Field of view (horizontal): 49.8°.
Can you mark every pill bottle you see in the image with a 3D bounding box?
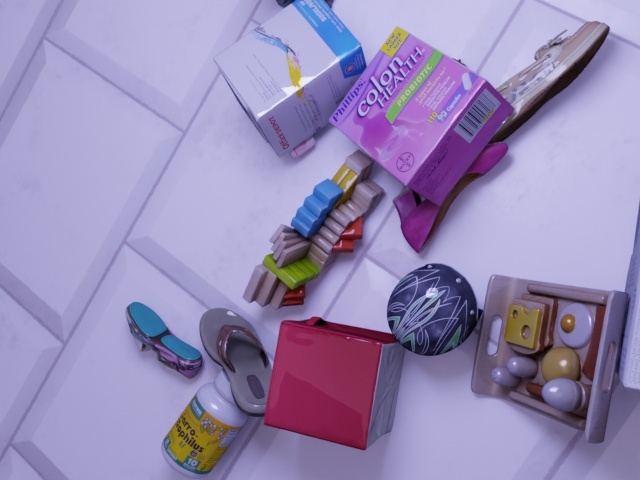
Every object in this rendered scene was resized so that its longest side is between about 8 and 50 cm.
[{"bbox_3d":[-0.219,0.363,1.385,0.117,0.117,0.208,39,100,20],"label":"pill bottle"}]

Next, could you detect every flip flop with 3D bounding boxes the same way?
[{"bbox_3d":[-0.155,0.220,1.336,0.277,0.112,0.080,-124,30,-46],"label":"flip flop"}]

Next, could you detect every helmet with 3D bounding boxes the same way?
[{"bbox_3d":[0.198,0.122,1.214,0.169,0.161,0.169,-2,85,21],"label":"helmet"}]

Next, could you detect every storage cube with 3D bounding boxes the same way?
[{"bbox_3d":[0.032,0.255,1.260,0.193,0.183,0.215,8,88,21],"label":"storage cube"}]

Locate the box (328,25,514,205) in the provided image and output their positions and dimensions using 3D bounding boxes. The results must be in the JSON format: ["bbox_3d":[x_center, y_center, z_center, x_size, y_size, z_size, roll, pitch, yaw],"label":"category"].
[{"bbox_3d":[0.172,-0.224,1.223,0.213,0.117,0.243,-53,49,12],"label":"box"}]

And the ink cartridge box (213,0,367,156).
[{"bbox_3d":[-0.049,-0.313,1.310,0.232,0.171,0.168,-35,70,-1],"label":"ink cartridge box"}]

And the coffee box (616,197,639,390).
[{"bbox_3d":[0.617,0.062,0.959,0.334,0.337,0.338,9,88,22],"label":"coffee box"}]

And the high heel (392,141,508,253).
[{"bbox_3d":[0.247,-0.078,1.250,0.244,0.082,0.117,-29,68,21],"label":"high heel"}]

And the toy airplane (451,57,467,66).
[{"bbox_3d":[0.221,-0.282,1.310,0.151,0.028,0.151,-2,84,23],"label":"toy airplane"}]

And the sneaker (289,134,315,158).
[{"bbox_3d":[-0.052,-0.236,1.407,0.070,0.051,0.134,-27,70,4],"label":"sneaker"}]

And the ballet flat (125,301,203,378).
[{"bbox_3d":[-0.345,0.222,1.477,0.221,0.077,0.079,34,118,20],"label":"ballet flat"}]

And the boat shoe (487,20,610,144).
[{"bbox_3d":[0.374,-0.287,1.209,0.285,0.104,0.089,-42,74,15],"label":"boat shoe"}]

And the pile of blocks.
[{"bbox_3d":[0.000,0.000,1.311,0.112,0.149,0.362,39,99,20],"label":"pile of blocks"}]

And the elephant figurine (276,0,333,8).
[{"bbox_3d":[-0.057,-0.533,1.327,0.169,0.239,0.186,10,89,22],"label":"elephant figurine"}]

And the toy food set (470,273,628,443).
[{"bbox_3d":[0.351,0.173,1.107,0.092,0.306,0.220,10,89,-21],"label":"toy food set"}]
